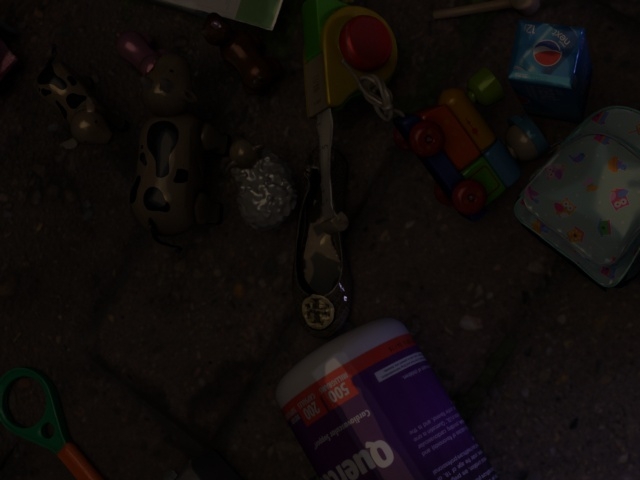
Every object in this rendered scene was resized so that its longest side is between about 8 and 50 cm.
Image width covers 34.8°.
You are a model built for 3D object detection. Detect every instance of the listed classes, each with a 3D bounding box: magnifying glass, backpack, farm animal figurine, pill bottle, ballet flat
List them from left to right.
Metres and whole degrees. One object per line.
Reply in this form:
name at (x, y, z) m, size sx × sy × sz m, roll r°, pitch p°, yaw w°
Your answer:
magnifying glass at (-0.371, 0.272, 1.426) m, size 0.092 × 0.026 × 0.231 m, roll -47°, pitch 72°, yaw 8°
farm animal figurine at (-0.213, -0.149, 1.331) m, size 0.330 × 0.172 × 0.327 m, roll -13°, pitch 82°, yaw 16°
ballet flat at (0.000, 0.000, 1.310) m, size 0.084 × 0.058 × 0.250 m, roll 2°, pitch 86°, yaw 19°
pill bottle at (0.095, 0.264, 1.192) m, size 0.181 × 0.181 × 0.323 m, roll -34°, pitch 76°, yaw 12°
backpack at (0.332, -0.058, 1.167) m, size 0.166 × 0.144 × 0.188 m, roll 42°, pitch 95°, yaw 22°

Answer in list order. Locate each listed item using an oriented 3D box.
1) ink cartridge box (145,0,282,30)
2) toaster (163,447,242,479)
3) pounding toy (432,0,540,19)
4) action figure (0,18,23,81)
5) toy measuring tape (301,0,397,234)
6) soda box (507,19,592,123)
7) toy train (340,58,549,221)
ink cartridge box at (-0.136, -0.386, 1.389) m, size 0.235 × 0.056 × 0.171 m, roll 19°, pitch 92°, yaw 15°
toaster at (-0.150, 0.387, 1.298) m, size 0.185 × 0.110 × 0.168 m, roll 45°, pitch 100°, yaw 16°
pounding toy at (0.187, -0.360, 1.262) m, size 0.206 × 0.094 × 0.181 m, roll 43°, pitch 98°, yaw 17°
action figure at (-0.577, -0.181, 1.413) m, size 0.248 × 0.276 × 0.370 m, roll 25°, pitch 79°, yaw 12°
toy measuring tape at (0.044, -0.173, 1.281) m, size 0.121 × 0.121 × 0.330 m, roll -7°, pitch 83°, yaw 17°
soda box at (0.264, -0.187, 1.161) m, size 0.071 × 0.210 × 0.067 m, roll 11°, pitch 89°, yaw 18°
toy train at (0.154, -0.158, 1.217) m, size 0.143 × 0.105 × 0.248 m, roll -38°, pitch 102°, yaw -1°
